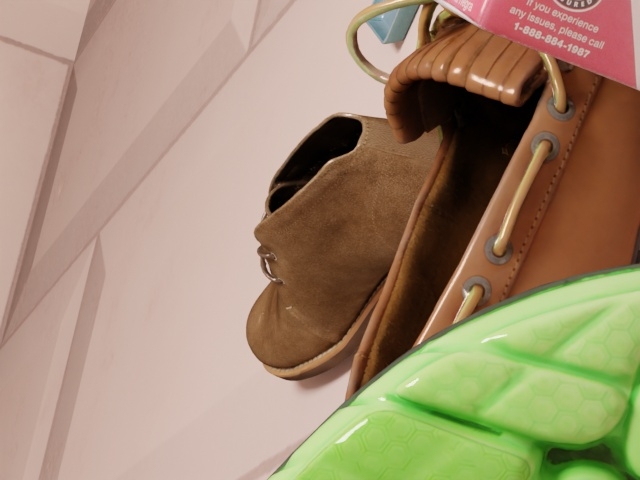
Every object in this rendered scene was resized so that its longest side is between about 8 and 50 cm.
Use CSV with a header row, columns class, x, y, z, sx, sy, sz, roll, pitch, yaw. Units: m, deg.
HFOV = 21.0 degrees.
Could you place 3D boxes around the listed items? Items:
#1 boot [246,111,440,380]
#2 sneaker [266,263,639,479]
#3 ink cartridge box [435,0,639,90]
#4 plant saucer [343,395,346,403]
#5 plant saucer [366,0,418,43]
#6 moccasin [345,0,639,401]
class,x,y,z,sx,sy,sz,roll,pitch,yaw
boot,0.000,0.000,1.121,0.305,0.115,0.112,134,148,-55
sneaker,0.024,0.166,0.747,0.483,0.185,0.202,-46,6,27
ink cartridge box,0.163,-0.171,0.731,0.092,0.159,0.217,-125,55,-70
plant saucer,0.041,0.108,1.036,0.119,0.021,0.119,-162,90,-73
plant saucer,0.084,-0.236,1.268,0.192,0.018,0.067,-65,19,17
moccasin,0.091,-0.067,0.859,0.139,0.147,0.380,167,120,-69
